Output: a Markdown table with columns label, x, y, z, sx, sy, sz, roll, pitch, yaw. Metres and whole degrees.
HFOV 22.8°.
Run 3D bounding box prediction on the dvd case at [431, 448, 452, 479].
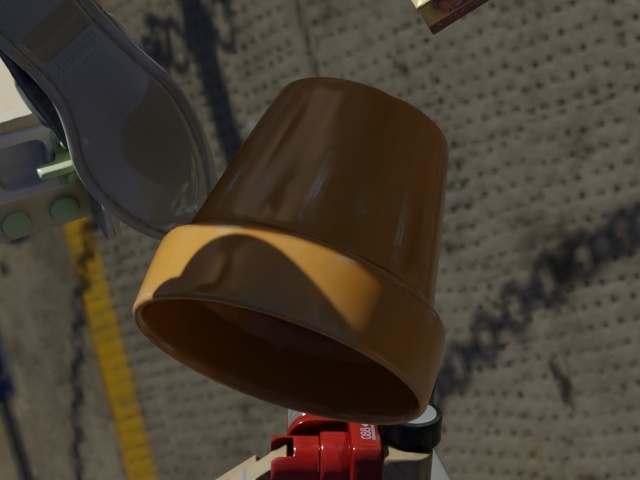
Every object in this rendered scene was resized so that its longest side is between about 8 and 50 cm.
| label | x | y | z | sx | sy | sz | roll | pitch | yaw |
| --- | --- | --- | --- | --- | --- | --- | --- | --- | --- |
| dvd case | 0.073 | 0.310 | 1.722 | 0.253 | 0.180 | 0.022 | 61 | 157 | 8 |

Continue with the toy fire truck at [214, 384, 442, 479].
| label | x | y | z | sx | sy | sz | roll | pitch | yaw |
| --- | --- | --- | --- | --- | --- | --- | --- | --- | --- |
| toy fire truck | -0.013 | 0.203 | 1.584 | 0.217 | 0.246 | 0.158 | -96 | 8 | -65 |

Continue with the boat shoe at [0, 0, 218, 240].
| label | x | y | z | sx | sy | sz | roll | pitch | yaw |
| --- | --- | --- | --- | --- | --- | --- | --- | --- | --- |
| boat shoe | -0.188 | -0.133 | 1.298 | 0.302 | 0.114 | 0.091 | 59 | 176 | -21 |

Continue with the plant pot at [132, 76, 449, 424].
| label | x | y | z | sx | sy | sz | roll | pitch | yaw |
| --- | --- | --- | --- | --- | --- | --- | --- | --- | --- |
| plant pot | 0.000 | 0.000 | 1.080 | 0.205 | 0.205 | 0.188 | -9 | 56 | 51 |

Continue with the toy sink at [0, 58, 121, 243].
| label | x | y | z | sx | sy | sz | roll | pitch | yaw |
| --- | --- | --- | --- | --- | --- | --- | --- | --- | --- |
| toy sink | -0.323 | -0.099 | 1.736 | 0.234 | 0.131 | 0.152 | -127 | 25 | -47 |

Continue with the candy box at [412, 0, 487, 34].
| label | x | y | z | sx | sy | sz | roll | pitch | yaw |
| --- | --- | --- | --- | --- | --- | --- | --- | --- | --- |
| candy box | 0.120 | -0.311 | 1.628 | 0.109 | 0.053 | 0.186 | -31 | 53 | 9 |
